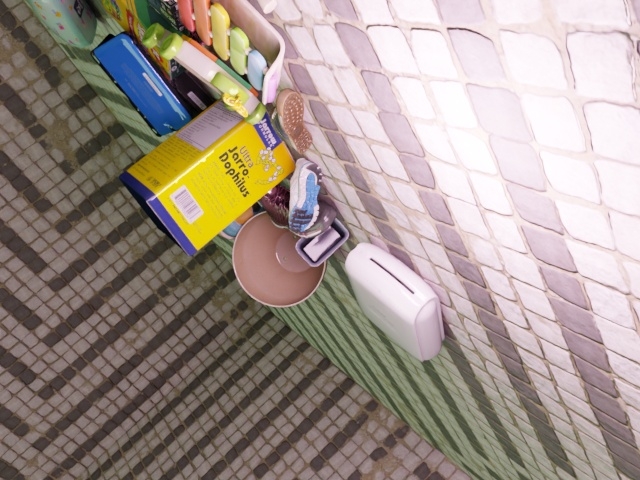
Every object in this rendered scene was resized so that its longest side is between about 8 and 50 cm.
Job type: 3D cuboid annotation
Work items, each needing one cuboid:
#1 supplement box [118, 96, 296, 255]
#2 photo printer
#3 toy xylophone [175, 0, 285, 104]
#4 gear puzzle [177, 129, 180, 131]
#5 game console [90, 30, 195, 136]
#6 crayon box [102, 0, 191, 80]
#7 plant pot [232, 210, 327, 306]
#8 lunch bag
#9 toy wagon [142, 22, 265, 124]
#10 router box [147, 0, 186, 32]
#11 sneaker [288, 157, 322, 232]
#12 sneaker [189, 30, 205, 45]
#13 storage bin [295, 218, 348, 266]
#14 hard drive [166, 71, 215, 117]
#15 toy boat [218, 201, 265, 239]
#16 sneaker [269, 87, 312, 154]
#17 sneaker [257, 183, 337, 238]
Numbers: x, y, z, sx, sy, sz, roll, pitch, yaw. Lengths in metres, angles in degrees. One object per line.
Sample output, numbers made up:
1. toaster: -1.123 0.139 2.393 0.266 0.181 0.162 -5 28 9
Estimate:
1. supplement box: -0.274 -0.169 1.556 0.194 0.356 0.195 33 159 47
2. photo printer: 0.186 0.148 1.563 0.256 0.107 0.307 39 164 31
3. toy xylophone: -0.175 -0.415 1.156 0.322 0.081 0.236 44 166 12
4. gear puzzle: -0.441 -0.311 2.177 0.175 0.044 0.339 53 179 -31
5. game console: -0.477 -0.460 1.767 0.250 0.173 0.293 -9 129 41
6. crayon box: -0.458 -0.576 1.580 0.318 0.081 0.202 49 167 -2
7. plant pot: -0.099 0.044 1.897 0.284 0.284 0.191 46 -166 6
8. lunch bag: -0.872 -0.788 2.103 0.262 0.160 0.223 46 167 33
9. toy wagon: -0.231 -0.353 1.360 0.267 0.068 0.344 33 -176 -41
10. router box: -0.354 -0.546 1.431 0.122 0.038 0.092 44 167 14
11. sneaker: -0.045 -0.112 1.531 0.083 0.071 0.191 50 133 50
12. sneaker: -0.265 -0.464 1.390 0.119 0.047 0.057 24 142 56
13. storage bin: 0.000 0.000 1.691 0.098 0.135 0.091 47 176 4
14. hard drive: -0.380 -0.383 1.914 0.237 0.064 0.339 45 166 10
15. toy boat: -0.245 -0.160 1.857 0.148 0.267 0.318 5 125 26
16. sneaker: -0.078 -0.259 1.321 0.086 0.064 0.192 36 166 24
17. sneaker: -0.090 -0.095 1.634 0.162 0.106 0.281 44 160 -30
